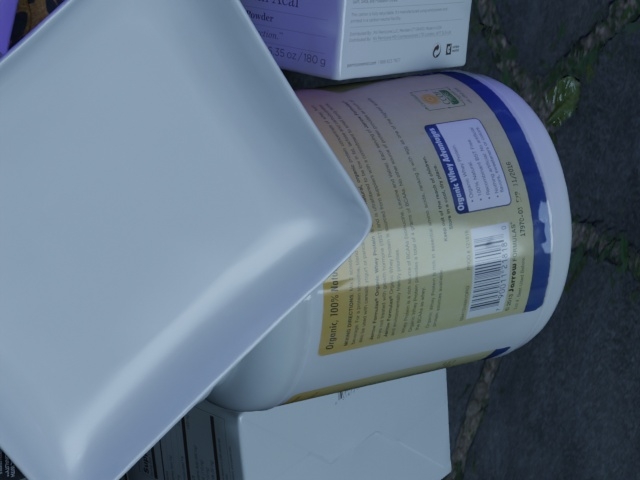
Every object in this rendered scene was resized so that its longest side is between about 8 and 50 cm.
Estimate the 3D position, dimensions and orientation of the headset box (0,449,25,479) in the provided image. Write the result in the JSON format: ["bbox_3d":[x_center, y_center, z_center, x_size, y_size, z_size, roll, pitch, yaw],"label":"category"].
[{"bbox_3d":[-0.253,0.050,1.028,0.293,0.110,0.218,-15,122,-30],"label":"headset box"}]

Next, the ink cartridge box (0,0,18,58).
[{"bbox_3d":[-0.249,-0.211,0.977,0.171,0.056,0.235,36,35,-30],"label":"ink cartridge box"}]

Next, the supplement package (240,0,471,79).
[{"bbox_3d":[0.009,-0.284,1.258,0.175,0.177,0.293,-13,112,-50],"label":"supplement package"}]

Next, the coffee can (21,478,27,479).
[{"bbox_3d":[-0.266,0.270,1.053,0.275,0.201,0.201,-37,130,-53],"label":"coffee can"}]

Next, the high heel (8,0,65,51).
[{"bbox_3d":[-0.227,-0.178,1.088,0.261,0.093,0.186,49,55,-47],"label":"high heel"}]

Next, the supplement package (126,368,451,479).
[{"bbox_3d":[-0.026,0.153,1.402,0.262,0.145,0.204,-31,127,-42],"label":"supplement package"}]

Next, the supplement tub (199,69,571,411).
[{"bbox_3d":[0.000,0.000,1.224,0.316,0.228,0.228,-10,112,-29],"label":"supplement tub"}]

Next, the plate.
[{"bbox_3d":[-0.127,-0.012,0.985,0.277,0.045,0.278,-44,129,-13],"label":"plate"}]
